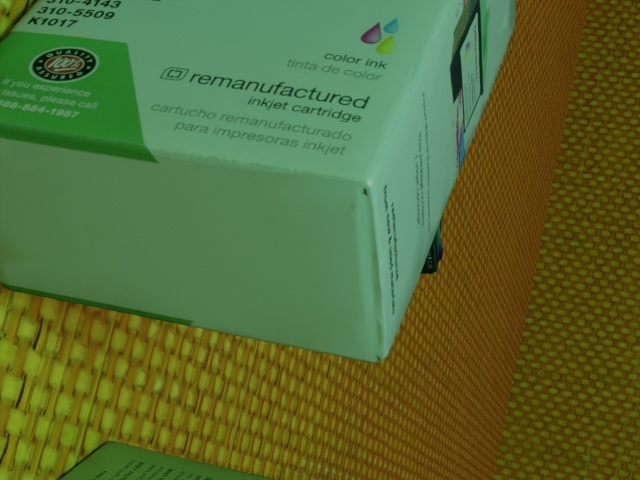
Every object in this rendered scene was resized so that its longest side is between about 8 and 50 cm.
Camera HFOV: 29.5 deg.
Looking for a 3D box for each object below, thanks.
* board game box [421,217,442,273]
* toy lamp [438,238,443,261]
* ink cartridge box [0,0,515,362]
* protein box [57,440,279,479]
[{"bbox_3d":[0.076,-0.085,0.944,0.126,0.026,0.186,-76,161,-55],"label":"board game box"},{"bbox_3d":[0.122,-0.111,1.242,0.080,0.080,0.275,-49,153,-59],"label":"toy lamp"},{"bbox_3d":[-0.025,-0.091,0.621,0.117,0.201,0.278,84,23,-43],"label":"ink cartridge box"},{"bbox_3d":[-0.073,0.223,0.644,0.200,0.201,0.136,-35,132,-67],"label":"protein box"}]
